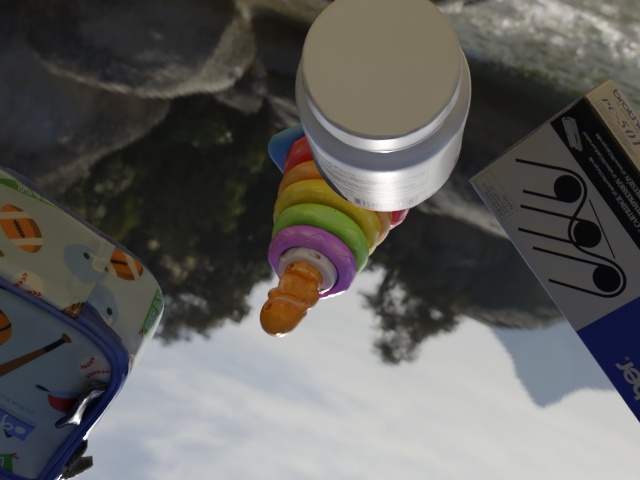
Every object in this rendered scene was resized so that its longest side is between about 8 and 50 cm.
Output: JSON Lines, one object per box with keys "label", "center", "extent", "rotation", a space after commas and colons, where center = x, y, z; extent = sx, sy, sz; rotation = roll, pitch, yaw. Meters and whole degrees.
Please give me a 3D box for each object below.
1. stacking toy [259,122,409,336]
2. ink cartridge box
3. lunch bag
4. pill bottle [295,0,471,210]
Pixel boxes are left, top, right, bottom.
{"label": "stacking toy", "center": [0.000, 0.000, 1.383], "extent": [0.175, 0.302, 0.165], "rotation": [-17, 124, 36]}
{"label": "ink cartridge box", "center": [0.188, 0.017, 0.711], "extent": [0.207, 0.097, 0.046], "rotation": [55, -141, 2]}
{"label": "lunch bag", "center": [-0.277, 0.058, 0.864], "extent": [0.303, 0.243, 0.115], "rotation": [35, -146, -10]}
{"label": "pill bottle", "center": [0.060, -0.128, 1.128], "extent": [0.160, 0.160, 0.283], "rotation": [25, 174, 7]}
